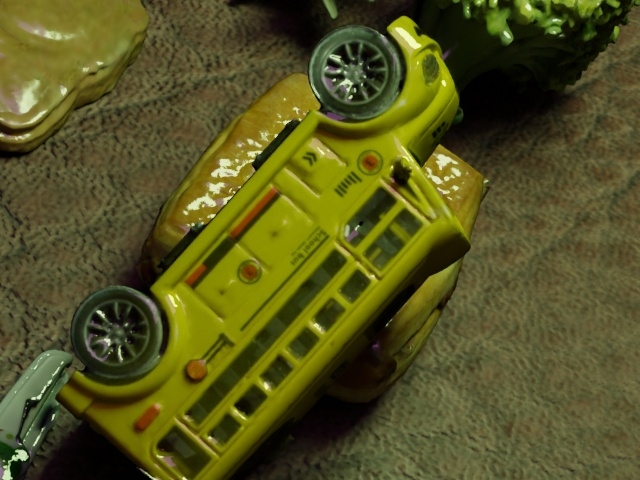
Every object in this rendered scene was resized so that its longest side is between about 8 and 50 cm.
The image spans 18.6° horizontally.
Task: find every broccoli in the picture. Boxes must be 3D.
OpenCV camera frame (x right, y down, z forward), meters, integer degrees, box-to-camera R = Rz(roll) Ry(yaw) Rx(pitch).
[{"bbox_3d":[0.166,-0.178,1.575,0.180,0.242,0.273,11,71,10],"label":"broccoli"}]

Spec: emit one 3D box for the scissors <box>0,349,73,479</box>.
[{"bbox_3d":[-0.211,0.145,1.256,0.101,0.027,0.204,27,47,-1],"label":"scissors"}]

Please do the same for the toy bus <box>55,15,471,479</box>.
[{"bbox_3d":[-0.015,0.014,1.265,0.152,0.144,0.330,42,88,10],"label":"toy bus"}]

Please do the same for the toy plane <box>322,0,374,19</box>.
[{"bbox_3d":[0.021,-0.267,1.668,0.088,0.192,0.262,59,21,-20],"label":"toy plane"}]

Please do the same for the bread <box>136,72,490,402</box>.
[{"bbox_3d":[0.000,0.000,1.432,0.210,0.099,0.235,29,50,8],"label":"bread"}]

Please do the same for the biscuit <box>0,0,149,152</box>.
[{"bbox_3d":[-0.275,-0.196,1.532,0.269,0.051,0.376,32,46,10],"label":"biscuit"}]
